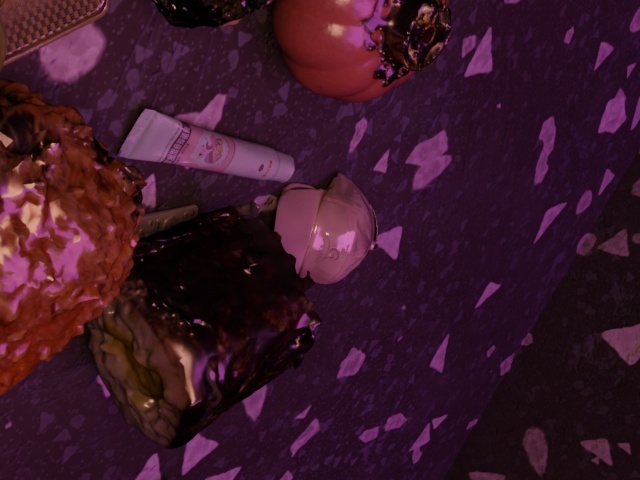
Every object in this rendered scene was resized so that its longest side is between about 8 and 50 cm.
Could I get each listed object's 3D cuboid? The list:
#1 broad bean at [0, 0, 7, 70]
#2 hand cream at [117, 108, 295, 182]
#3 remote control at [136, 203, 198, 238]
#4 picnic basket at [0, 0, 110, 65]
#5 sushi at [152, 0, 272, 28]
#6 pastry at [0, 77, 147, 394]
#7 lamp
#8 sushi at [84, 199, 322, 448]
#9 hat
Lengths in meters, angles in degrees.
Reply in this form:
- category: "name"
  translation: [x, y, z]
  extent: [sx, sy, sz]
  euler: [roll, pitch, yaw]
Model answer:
- category: "broad bean"
  translation: [-0.352, -0.244, 0.862]
  extent: [0.153, 0.072, 0.206]
  euler: [-17, 118, -46]
- category: "hand cream"
  translation: [-0.167, -0.140, 1.440]
  extent: [0.331, 0.058, 0.085]
  euler: [10, 125, -49]
- category: "remote control"
  translation: [-0.262, -0.023, 1.433]
  extent: [0.184, 0.027, 0.049]
  euler: [-16, 132, -51]
- category: "picnic basket"
  translation: [-0.373, -0.282, 0.978]
  extent: [0.267, 0.139, 0.165]
  euler: [-36, 141, -28]
- category: "sushi"
  translation: [-0.085, -0.412, 1.188]
  extent: [0.350, 0.211, 0.170]
  euler: [-39, 147, -16]
- category: "pastry"
  translation: [-0.414, -0.006, 1.031]
  extent: [0.405, 0.292, 0.337]
  euler: [-43, 136, -1]
- category: "lamp"
  translation: [0.077, -0.349, 1.403]
  extent: [0.305, 0.240, 0.305]
  euler: [-33, 140, -33]
- category: "sushi"
  translation: [-0.187, 0.119, 1.407]
  extent: [0.294, 0.299, 0.281]
  euler: [-28, 175, -35]
- category: "hat"
  translation: [0.000, 0.000, 1.685]
  extent: [0.226, 0.164, 0.219]
  euler: [-33, 143, -66]
